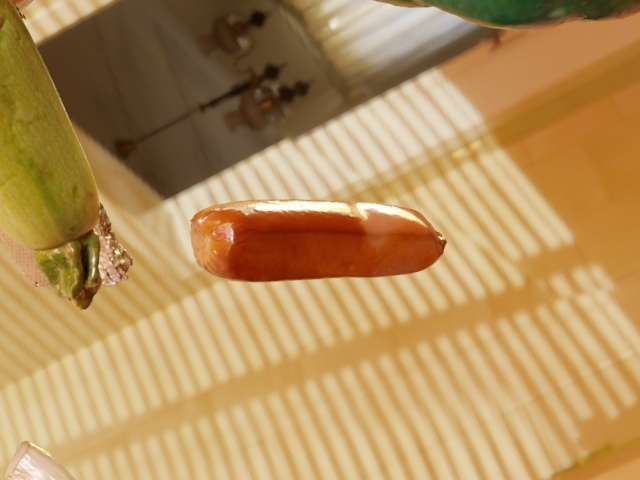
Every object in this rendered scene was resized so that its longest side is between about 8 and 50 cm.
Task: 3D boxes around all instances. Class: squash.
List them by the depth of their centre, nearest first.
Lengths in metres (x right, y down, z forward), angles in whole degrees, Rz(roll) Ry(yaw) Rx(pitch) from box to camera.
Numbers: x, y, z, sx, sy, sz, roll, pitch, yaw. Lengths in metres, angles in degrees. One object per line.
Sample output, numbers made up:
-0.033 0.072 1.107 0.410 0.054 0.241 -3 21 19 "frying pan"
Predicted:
-0.176 -0.047 0.716 0.075 0.090 0.200 20 142 47 "squash"

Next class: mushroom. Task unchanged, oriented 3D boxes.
-0.250 0.290 1.295 0.202 0.059 0.054 49 154 -1 "mushroom"

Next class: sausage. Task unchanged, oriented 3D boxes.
0.000 0.000 1.329 0.089 0.300 0.083 37 120 54 "sausage"

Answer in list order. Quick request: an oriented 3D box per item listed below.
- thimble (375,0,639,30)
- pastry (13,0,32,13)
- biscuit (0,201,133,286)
0.096 -0.241 0.649 0.288 0.254 0.167 -50 -21 -46 "thimble"
-0.506 -0.440 1.546 0.409 0.245 0.409 45 -174 -6 "pastry"
-0.339 0.007 1.644 0.239 0.062 0.108 -2 118 51 "biscuit"
